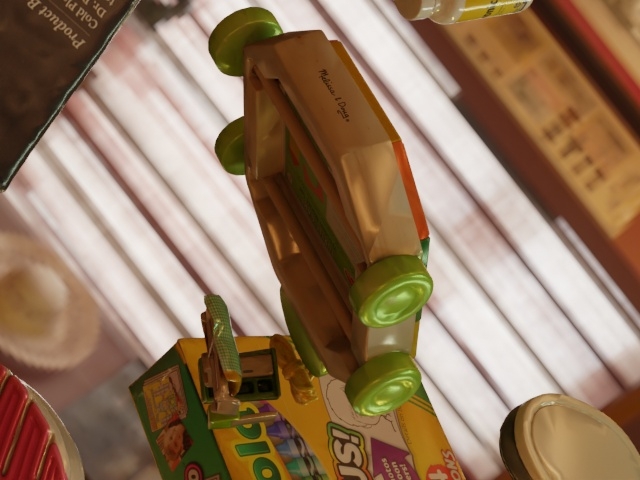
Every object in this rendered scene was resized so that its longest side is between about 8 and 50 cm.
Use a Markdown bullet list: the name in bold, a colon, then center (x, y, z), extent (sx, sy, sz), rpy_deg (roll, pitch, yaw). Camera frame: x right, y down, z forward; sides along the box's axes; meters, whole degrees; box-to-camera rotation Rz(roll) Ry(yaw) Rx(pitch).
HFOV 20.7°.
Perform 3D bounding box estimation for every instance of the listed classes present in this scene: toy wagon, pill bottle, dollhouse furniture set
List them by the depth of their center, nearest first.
- **dollhouse furniture set**: center (-0.052, 0.088, 1.226), extent (0.059, 0.076, 0.151), rpy_deg (-6, 165, -8)
- **toy wagon**: center (0.000, 0.000, 1.302), extent (0.068, 0.267, 0.344), rpy_deg (-20, 147, -14)
- **pill bottle**: center (0.123, -0.222, 1.512), extent (0.116, 0.065, 0.065), rpy_deg (-12, 167, -27)

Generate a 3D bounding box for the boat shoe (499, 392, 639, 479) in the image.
- **boat shoe**: center (0.220, 0.230, 1.389), extent (0.099, 0.319, 0.116), rpy_deg (-16, -133, 36)

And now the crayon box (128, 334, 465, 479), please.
- **crayon box**: center (0.014, 0.270, 1.707), extent (0.313, 0.363, 0.106), rpy_deg (2, 147, -46)

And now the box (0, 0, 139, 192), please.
- **box**: center (-0.374, -0.306, 1.736), extent (0.471, 0.297, 0.480), rpy_deg (-56, -155, -19)

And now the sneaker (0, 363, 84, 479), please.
- **sneaker**: center (-0.222, 0.121, 1.114), extent (0.111, 0.252, 0.103), rpy_deg (35, 84, -47)
